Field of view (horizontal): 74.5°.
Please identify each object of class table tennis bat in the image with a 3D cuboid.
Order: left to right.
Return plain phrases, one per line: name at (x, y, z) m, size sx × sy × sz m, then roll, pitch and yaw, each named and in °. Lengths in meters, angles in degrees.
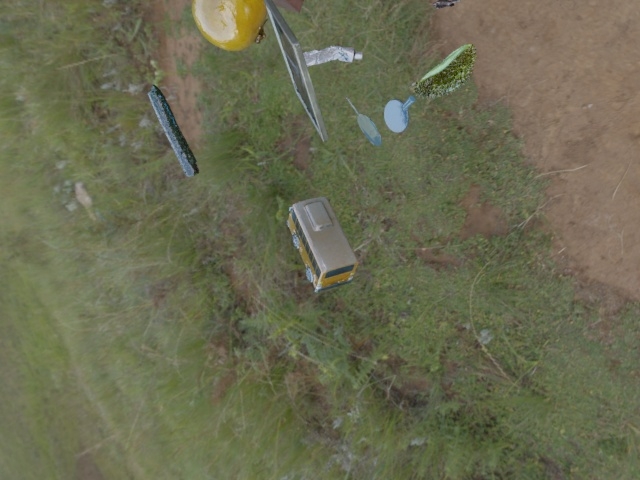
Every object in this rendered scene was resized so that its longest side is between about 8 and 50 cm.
table tennis bat at (0.241, -0.390, 1.284) m, size 0.100 × 0.019 × 0.155 m, roll 61°, pitch 157°, yaw 5°

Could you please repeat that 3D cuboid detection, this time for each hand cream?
hand cream at (0.034, -0.694, 1.592) m, size 0.084 × 0.257 × 0.050 m, roll 91°, pitch 170°, yaw -70°

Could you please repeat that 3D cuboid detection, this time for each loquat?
loquat at (-0.308, -0.797, 1.468) m, size 0.275 × 0.275 × 0.275 m, roll 17°, pitch 116°, yaw 38°

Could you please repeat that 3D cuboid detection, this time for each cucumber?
cucumber at (-0.390, -0.286, 1.122) m, size 0.044 × 0.043 × 0.257 m, roll 31°, pitch 147°, yaw 48°

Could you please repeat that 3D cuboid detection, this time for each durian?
durian at (0.399, -0.503, 1.321) m, size 0.220 × 0.137 × 0.095 m, roll -25°, pitch 65°, yaw 30°

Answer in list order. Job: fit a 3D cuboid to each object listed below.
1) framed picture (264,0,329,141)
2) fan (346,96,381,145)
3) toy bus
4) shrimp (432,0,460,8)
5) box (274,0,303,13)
framed picture at (-0.060, -0.443, 1.108) m, size 0.324 × 0.020 × 0.240 m, roll 64°, pitch -179°, yaw -60°
fan at (0.130, -0.360, 1.272) m, size 0.175 × 0.005 × 0.113 m, roll 53°, pitch 173°, yaw -7°
toy bus at (0.000, 0.000, 0.857) m, size 0.103 × 0.091 × 0.182 m, roll 106°, pitch 145°, yaw -55°
shrimp at (0.312, -0.687, 1.083) m, size 0.116 × 0.343 × 0.145 m, roll 109°, pitch 144°, yaw -66°
box at (-0.188, -0.997, 1.660) m, size 0.215 × 0.215 × 0.086 m, roll 25°, pitch 107°, yaw 12°
